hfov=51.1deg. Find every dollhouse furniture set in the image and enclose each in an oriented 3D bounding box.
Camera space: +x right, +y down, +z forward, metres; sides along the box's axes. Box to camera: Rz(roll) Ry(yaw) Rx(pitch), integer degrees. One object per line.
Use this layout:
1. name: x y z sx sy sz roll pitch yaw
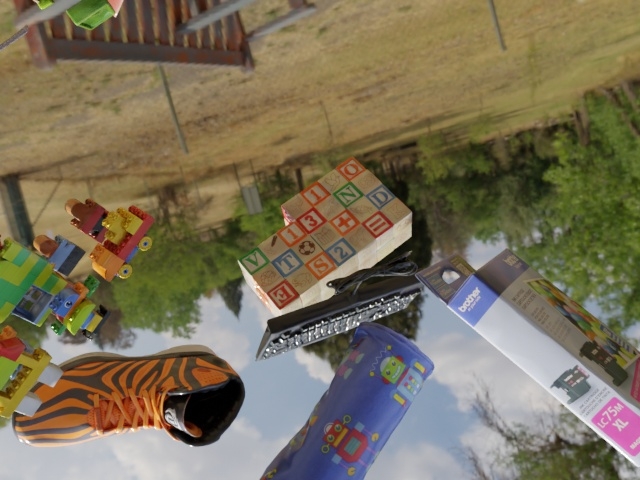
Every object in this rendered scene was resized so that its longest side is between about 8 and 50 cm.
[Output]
1. dollhouse furniture set: -0.260 -0.275 0.635 0.076 0.152 0.058 -33 -168 -1

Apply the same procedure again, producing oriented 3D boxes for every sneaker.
1. sneaker: -0.255 0.228 0.943 0.321 0.125 0.180 -13 -166 -30

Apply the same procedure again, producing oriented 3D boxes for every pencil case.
1. pencil case: 0.024 0.254 0.876 0.306 0.119 0.133 -54 -177 -12

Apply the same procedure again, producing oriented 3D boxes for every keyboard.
1. keyboard: 0.051 0.106 1.094 0.317 0.033 0.202 -17 148 -30

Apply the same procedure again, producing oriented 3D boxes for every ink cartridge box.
1. ink cartridge box: 0.272 0.107 0.800 0.065 0.311 0.185 -59 161 22

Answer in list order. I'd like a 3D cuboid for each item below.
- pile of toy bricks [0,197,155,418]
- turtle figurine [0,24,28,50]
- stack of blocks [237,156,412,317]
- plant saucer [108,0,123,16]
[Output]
1. pile of toy bricks: -0.256 0.036 0.598 0.118 0.212 0.105 25 167 42
2. turtle figurine: -0.629 -0.295 1.031 0.274 0.266 0.198 3 162 -11
3. stack of blocks: 0.000 0.000 1.221 0.297 0.171 0.087 -36 152 -14
4. plant saucer: -0.226 -0.469 0.896 0.047 0.259 0.258 24 130 -22
